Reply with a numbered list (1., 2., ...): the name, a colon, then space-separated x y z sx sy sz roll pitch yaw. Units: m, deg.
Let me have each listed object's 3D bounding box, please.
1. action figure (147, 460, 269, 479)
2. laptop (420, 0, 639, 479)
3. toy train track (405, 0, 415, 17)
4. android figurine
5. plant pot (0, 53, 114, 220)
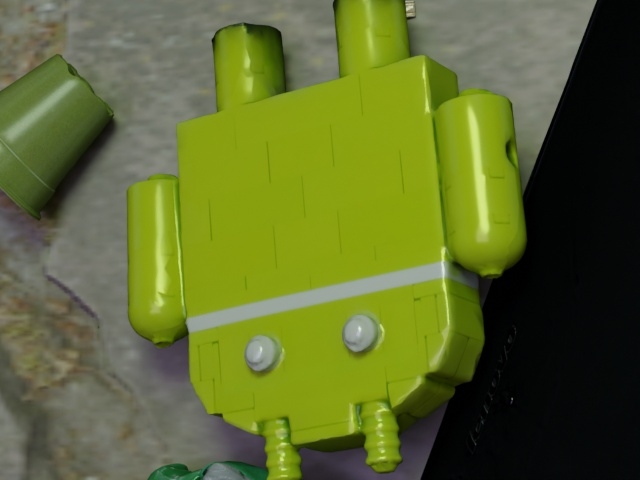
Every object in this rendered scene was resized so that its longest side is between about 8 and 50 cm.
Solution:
1. action figure: -0.008 0.185 1.057 0.232 0.063 0.137 28 130 30
2. laptop: 0.274 0.037 0.909 0.408 0.236 0.382 21 95 13
3. toy train track: 0.032 -0.114 1.112 0.048 0.014 0.083 -8 81 21
4. android figurine: 0.000 0.000 1.064 0.248 0.056 0.272 -11 71 29
5. plant pot: -0.170 -0.069 1.162 0.079 0.083 0.083 -43 70 -1
